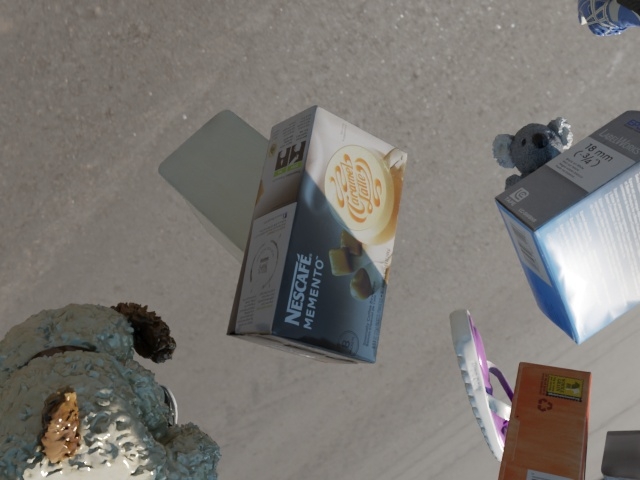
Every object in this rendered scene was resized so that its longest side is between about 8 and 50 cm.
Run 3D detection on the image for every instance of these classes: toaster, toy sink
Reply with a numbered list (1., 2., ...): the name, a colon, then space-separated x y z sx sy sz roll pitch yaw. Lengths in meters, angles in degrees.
1. toaster: 0.761 0.558 1.592 0.110 0.186 0.168 -10 120 37
2. toy sink: -0.110 -0.062 1.019 0.153 0.234 0.131 -44 154 -13

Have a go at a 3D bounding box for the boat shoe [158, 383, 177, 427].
1. boat shoe: -0.270 0.316 1.142 0.049 0.142 0.040 -10 158 -10

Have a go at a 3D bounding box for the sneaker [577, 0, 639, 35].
1. sneaker: 0.448 -0.339 0.973 0.080 0.211 0.081 -6 122 -5

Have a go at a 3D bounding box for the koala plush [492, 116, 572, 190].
1. koala plush: 0.458 -0.149 1.368 0.196 0.221 0.203 -20 151 10

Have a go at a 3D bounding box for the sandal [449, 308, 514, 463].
1. sandal: 0.360 0.310 1.339 0.102 0.169 0.416 -16 124 17

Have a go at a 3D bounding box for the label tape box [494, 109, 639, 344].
1. label tape box: 0.440 -0.043 0.928 0.333 0.106 0.241 -33 125 -1

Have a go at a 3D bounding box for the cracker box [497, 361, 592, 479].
1. cracker box: 0.207 0.243 0.610 0.067 0.156 0.232 6 140 23

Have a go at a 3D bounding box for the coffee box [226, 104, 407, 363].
1. coffee box: 0.000 0.000 0.728 0.141 0.247 0.098 22 160 -32

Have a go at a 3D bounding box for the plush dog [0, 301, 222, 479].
1. plush dog: -0.246 0.151 0.635 0.262 0.225 0.211 -14 129 -18
